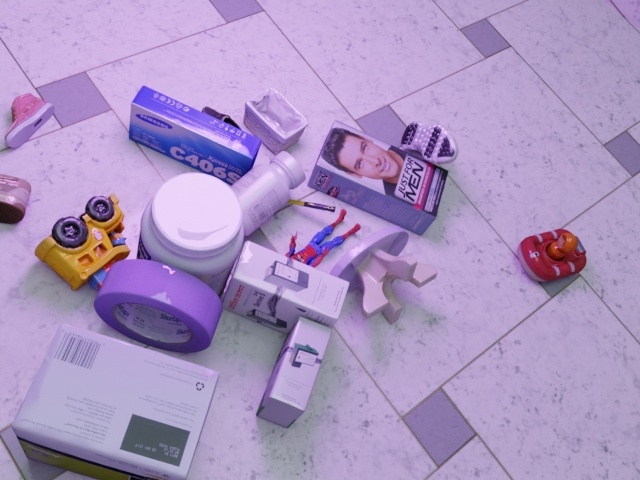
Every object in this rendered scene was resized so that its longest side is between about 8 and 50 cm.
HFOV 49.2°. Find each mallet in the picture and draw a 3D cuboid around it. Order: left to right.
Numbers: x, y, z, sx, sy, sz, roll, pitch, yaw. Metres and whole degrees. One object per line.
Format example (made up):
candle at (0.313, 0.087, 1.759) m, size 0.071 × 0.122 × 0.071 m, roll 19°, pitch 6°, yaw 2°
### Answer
mallet at (-0.055, -0.095, 1.946) m, size 0.189 × 0.039 × 0.062 m, roll 17°, pitch 60°, yaw 11°

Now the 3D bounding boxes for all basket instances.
basket at (-0.136, -0.346, 2.048) m, size 0.167 × 0.103 × 0.113 m, roll 45°, pitch 58°, yaw 10°

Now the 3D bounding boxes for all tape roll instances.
tape roll at (-0.366, 0.154, 1.588) m, size 0.274 × 0.275 × 0.090 m, roll 21°, pitch 58°, yaw -7°

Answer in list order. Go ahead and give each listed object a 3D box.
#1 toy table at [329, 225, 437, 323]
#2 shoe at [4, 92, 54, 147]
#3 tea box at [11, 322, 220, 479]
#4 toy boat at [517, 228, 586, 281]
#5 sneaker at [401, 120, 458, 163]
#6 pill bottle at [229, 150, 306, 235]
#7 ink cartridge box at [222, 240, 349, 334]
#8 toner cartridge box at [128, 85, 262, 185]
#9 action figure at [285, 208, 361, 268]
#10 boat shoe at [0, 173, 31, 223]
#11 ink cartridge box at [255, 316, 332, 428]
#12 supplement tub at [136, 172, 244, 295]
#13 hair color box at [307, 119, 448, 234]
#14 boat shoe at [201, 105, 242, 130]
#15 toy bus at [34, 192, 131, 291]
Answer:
toy table at (0.171, 0.088, 1.841) m, size 0.274 × 0.252 × 0.161 m, roll -34°, pitch 61°, yaw -20°
shoe at (-0.789, -0.319, 1.841) m, size 0.081 × 0.063 × 0.178 m, roll 30°, pitch 52°, yaw 1°
tea box at (-0.410, 0.362, 1.427) m, size 0.328 × 0.323 × 0.220 m, roll 20°, pitch 58°, yaw -8°
toy boat at (0.710, 0.028, 2.094) m, size 0.231 × 0.151 × 0.151 m, roll -13°, pitch 66°, yaw -25°
sneaker at (0.353, -0.289, 2.109) m, size 0.118 × 0.110 × 0.292 m, roll 21°, pitch 12°, yaw -22°
pill bottle at (-0.155, -0.130, 1.873) m, size 0.229 × 0.131 × 0.131 m, roll -42°, pitch 80°, yaw -16°
ink cartridge box at (-0.093, 0.135, 1.736) m, size 0.272 × 0.198 × 0.115 m, roll 23°, pitch 59°, yaw -5°
toner cartridge box at (-0.344, -0.275, 1.902) m, size 0.347 × 0.165 × 0.075 m, roll 24°, pitch 57°, yaw -4°
action figure at (0.000, 0.000, 1.885) m, size 0.091 × 0.139 × 0.280 m, roll 45°, pitch 60°, yaw 10°
boat shoe at (-0.879, -0.135, 1.679) m, size 0.341 × 0.122 × 0.110 m, roll 16°, pitch 53°, yaw -21°
ink cartridge box at (-0.062, 0.314, 1.670) m, size 0.092 × 0.160 × 0.219 m, roll 24°, pitch 56°, yaw -5°
supplement tub at (-0.311, 0.010, 1.657) m, size 0.235 × 0.325 × 0.236 m, roll 8°, pitch 60°, yaw -14°
hair color box at (0.170, -0.184, 2.055) m, size 0.374 × 0.114 × 0.185 m, roll 23°, pitch 57°, yaw -4°
boat shoe at (-0.281, -0.345, 2.030) m, size 0.152 × 0.049 × 0.056 m, roll 36°, pitch 57°, yaw 4°
toy bus at (-0.538, 0.023, 1.693) m, size 0.211 × 0.149 × 0.220 m, roll 48°, pitch 55°, yaw -4°
